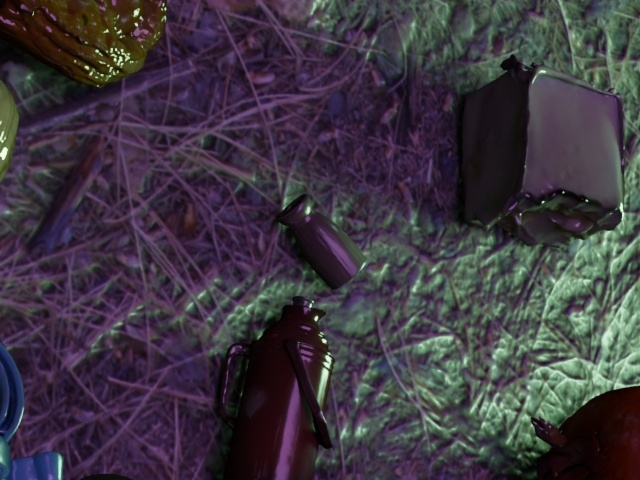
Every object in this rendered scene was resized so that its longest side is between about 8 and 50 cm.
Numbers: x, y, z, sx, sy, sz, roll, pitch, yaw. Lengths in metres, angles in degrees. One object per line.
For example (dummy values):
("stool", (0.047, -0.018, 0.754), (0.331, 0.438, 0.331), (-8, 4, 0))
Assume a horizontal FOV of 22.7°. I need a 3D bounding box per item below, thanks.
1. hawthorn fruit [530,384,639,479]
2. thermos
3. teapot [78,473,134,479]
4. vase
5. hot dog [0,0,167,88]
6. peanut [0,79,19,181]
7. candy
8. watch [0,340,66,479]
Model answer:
("hawthorn fruit", (0.361, 0.279, 1.816), (0.307, 0.276, 0.276), (30, 62, -8))
("thermos", (-0.043, 0.167, 1.634), (0.124, 0.099, 0.232), (8, 70, 4))
("teapot", (-0.215, 0.270, 1.465), (0.166, 0.119, 0.130), (48, 54, -9))
("vase", (0.000, 0.000, 1.723), (0.101, 0.053, 0.053), (50, 56, -12))
("hot dog", (-0.261, -0.261, 1.541), (0.272, 0.122, 0.196), (34, 62, -25))
("peanut", (-0.391, -0.037, 1.382), (0.152, 0.152, 0.313), (45, 65, -20))
("candy", (0.258, -0.100, 1.882), (0.184, 0.137, 0.195), (13, 72, -34))
("watch", (-0.337, 0.159, 1.376), (0.211, 0.211, 0.193), (2, 56, -36))
